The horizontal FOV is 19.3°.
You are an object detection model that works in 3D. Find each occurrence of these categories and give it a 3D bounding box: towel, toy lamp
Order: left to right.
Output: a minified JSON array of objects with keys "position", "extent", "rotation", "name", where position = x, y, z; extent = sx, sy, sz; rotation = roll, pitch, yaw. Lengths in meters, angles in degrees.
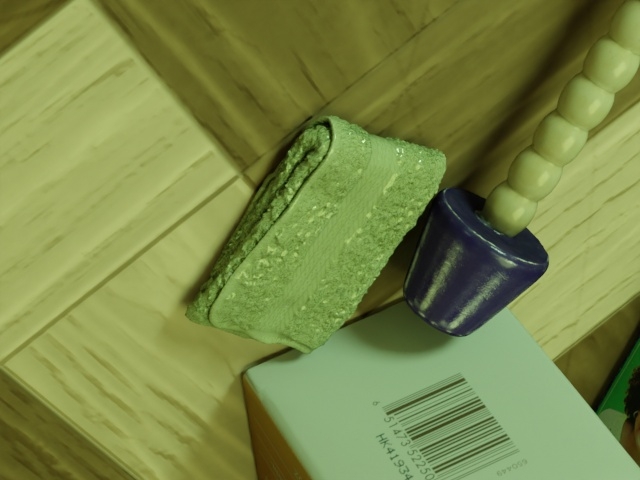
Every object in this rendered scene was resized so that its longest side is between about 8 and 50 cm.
[{"position":[0.000,0.000,1.052],"extent":[0.110,0.027,0.148],"rotation":[13,119,-44],"name":"towel"},{"position":[0.138,-0.064,1.055],"extent":[0.080,0.080,0.274],"rotation":[16,116,-44],"name":"toy lamp"}]

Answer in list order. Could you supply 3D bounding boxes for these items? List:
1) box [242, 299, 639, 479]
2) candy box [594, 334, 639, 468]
[{"position":[0.084,0.229,1.186],"extent":[0.168,0.215,0.345],"rotation":[-23,138,-16],"name":"box"},{"position":[0.366,0.051,1.291],"extent":[0.268,0.122,0.317],"rotation":[-1,127,-35],"name":"candy box"}]
